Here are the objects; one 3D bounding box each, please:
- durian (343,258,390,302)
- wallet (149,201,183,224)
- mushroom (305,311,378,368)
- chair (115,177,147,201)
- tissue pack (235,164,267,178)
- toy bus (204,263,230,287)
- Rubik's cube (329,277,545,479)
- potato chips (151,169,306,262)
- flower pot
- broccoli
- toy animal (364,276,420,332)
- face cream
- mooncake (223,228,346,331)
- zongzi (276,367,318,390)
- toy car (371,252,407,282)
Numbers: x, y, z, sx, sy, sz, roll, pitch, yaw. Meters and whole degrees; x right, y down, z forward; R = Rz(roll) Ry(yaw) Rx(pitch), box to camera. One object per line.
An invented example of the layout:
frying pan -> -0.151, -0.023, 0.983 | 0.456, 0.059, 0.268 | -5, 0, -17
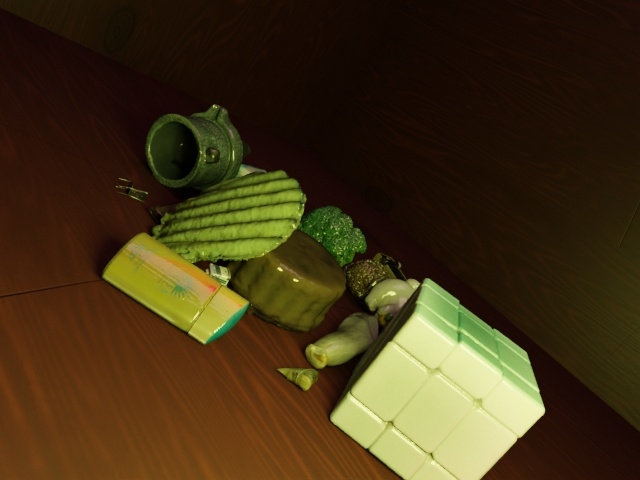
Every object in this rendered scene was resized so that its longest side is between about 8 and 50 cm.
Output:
durian -> 0.153, 0.142, 1.855 | 0.195, 0.167, 0.196 | 15, -11, 3
wallet -> -0.390, -0.062, 1.543 | 0.133, 0.039, 0.243 | 42, 16, 5
mushroom -> 0.072, 0.263, 1.384 | 0.109, 0.098, 0.351 | 12, 10, 24
chair -> -0.537, -0.145, 1.486 | 0.086, 0.037, 0.042 | 20, 32, -32
tissue pack -> -0.220, -0.183, 2.097 | 0.271, 0.124, 0.201 | 42, 21, 24
toy bus -> -0.251, 0.106, 1.197 | 0.058, 0.102, 0.052 | 23, 19, -27
Rubik's cube -> 0.259, 0.324, 1.182 | 0.315, 0.319, 0.322 | 36, 16, 6
potato chips -> -0.227, -0.068, 1.330 | 0.359, 0.428, 0.070 | -70, 146, -48
flower pot -> -0.405, -0.317, 1.785 | 0.299, 0.299, 0.282 | 39, 20, 17
broccoli -> 0.014, 0.007, 1.856 | 0.294, 0.265, 0.245 | -1, -51, 47
toy animal -> 0.289, 0.260, 1.665 | 0.247, 0.183, 0.310 | -18, 42, -28
face cream -> -0.300, 0.105, 1.106 | 0.285, 0.067, 0.139 | 34, 50, -2
mooncake -> -0.100, 0.089, 1.405 | 0.323, 0.187, 0.324 | 31, 18, -11
zongzi -> -0.050, 0.299, 1.171 | 0.083, 0.040, 0.076 | 20, 5, 15
toy car -> 0.284, 0.171, 2.075 | 0.101, 0.124, 0.257 | 20, 30, -41
